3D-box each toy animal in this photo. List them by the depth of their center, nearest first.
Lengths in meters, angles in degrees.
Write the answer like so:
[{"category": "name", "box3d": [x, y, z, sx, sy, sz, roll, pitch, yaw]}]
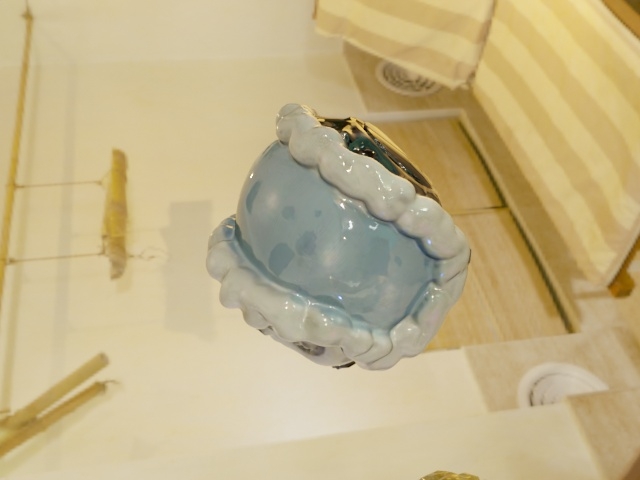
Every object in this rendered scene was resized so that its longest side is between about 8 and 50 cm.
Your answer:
[{"category": "toy animal", "box3d": [0.000, 0.000, 0.654, 0.208, 0.156, 0.204, 45, 108, 38]}]

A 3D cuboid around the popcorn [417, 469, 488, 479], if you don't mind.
[{"category": "popcorn", "box3d": [0.128, 0.329, 0.813, 0.180, 0.180, 0.170, 128, 132, -74]}]
